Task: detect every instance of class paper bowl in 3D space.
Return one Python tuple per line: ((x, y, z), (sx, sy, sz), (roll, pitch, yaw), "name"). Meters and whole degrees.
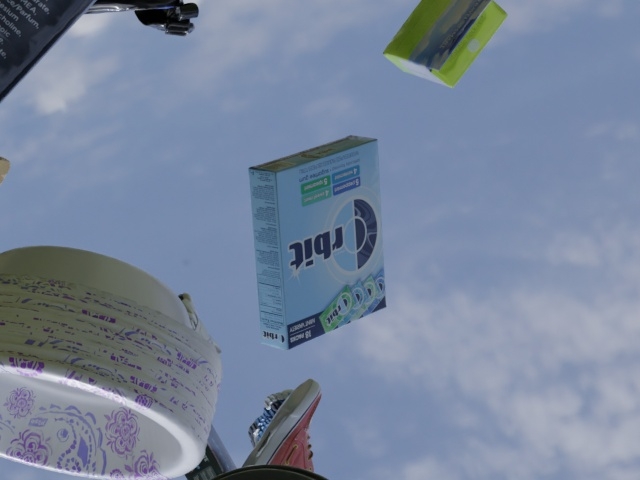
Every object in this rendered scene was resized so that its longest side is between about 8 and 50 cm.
((-0.231, 0.107, 1.495), (0.284, 0.284, 0.148), (-3, -119, 30), "paper bowl")

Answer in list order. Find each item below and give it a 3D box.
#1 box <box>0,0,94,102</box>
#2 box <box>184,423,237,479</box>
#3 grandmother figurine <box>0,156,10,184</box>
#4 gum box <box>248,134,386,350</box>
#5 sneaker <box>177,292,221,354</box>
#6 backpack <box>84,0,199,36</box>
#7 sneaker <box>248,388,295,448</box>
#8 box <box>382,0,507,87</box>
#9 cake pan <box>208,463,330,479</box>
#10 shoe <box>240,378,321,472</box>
((-0.289, -0.293, 1.510), (0.395, 0.212, 0.293), (-42, -167, 27), "box")
((-0.132, 0.365, 2.297), (0.051, 0.220, 0.175), (-30, 176, 1), "box")
((-0.532, -0.194, 2.021), (0.104, 0.208, 0.342), (-42, -113, -7), "grandmother figurine")
((0.000, 0.000, 1.647), (0.041, 0.184, 0.157), (12, -158, 40), "gum box")
((-0.194, 0.174, 2.275), (0.110, 0.118, 0.292), (-35, -166, 15), "sneaker")
((-0.262, -0.365, 1.852), (0.276, 0.213, 0.263), (4, -154, 1), "backpack")
((-0.042, 0.258, 2.399), (0.083, 0.071, 0.190), (-24, 167, -29), "sneaker")
((0.146, -0.238, 1.884), (0.109, 0.042, 0.178), (-54, -157, 0), "box")
((-0.065, 0.395, 1.895), (0.293, 0.054, 0.293), (-1, -115, 3), "cake pan")
((-0.034, 0.280, 2.221), (0.178, 0.081, 0.063), (-56, -165, -4), "shoe")
